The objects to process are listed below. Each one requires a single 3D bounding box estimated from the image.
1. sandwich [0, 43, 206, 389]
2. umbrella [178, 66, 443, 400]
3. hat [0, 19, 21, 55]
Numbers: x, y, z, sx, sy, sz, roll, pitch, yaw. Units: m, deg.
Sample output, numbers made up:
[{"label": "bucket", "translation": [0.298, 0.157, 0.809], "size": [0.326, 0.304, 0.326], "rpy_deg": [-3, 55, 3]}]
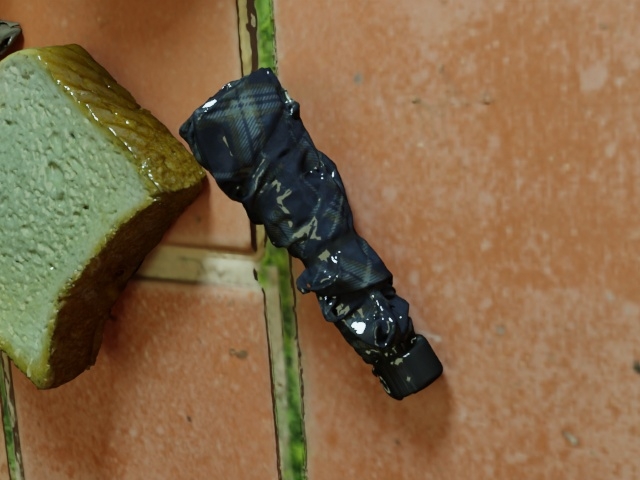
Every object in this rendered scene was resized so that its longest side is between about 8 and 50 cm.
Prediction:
[{"label": "sandwich", "translation": [-0.200, -0.022, 0.824], "size": [0.186, 0.065, 0.214], "rpy_deg": [46, 117, 16]}, {"label": "umbrella", "translation": [0.001, 0.000, 0.683], "size": [0.224, 0.080, 0.071], "rpy_deg": [55, 150, 0]}, {"label": "hat", "translation": [-0.319, -0.120, 0.862], "size": [0.085, 0.175, 0.147], "rpy_deg": [35, 120, -13]}]
